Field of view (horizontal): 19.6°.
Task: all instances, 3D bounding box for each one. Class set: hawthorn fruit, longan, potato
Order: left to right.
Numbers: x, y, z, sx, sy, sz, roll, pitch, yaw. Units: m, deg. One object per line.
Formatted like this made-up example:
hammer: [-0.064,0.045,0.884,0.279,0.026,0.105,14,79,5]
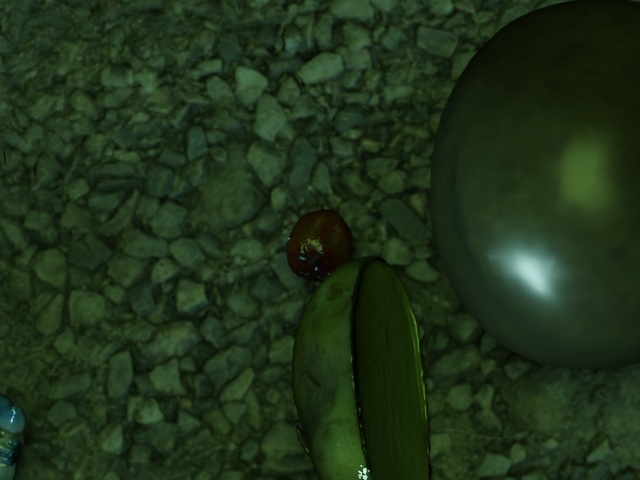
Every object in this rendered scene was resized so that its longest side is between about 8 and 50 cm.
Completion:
hawthorn fruit: [0.000,0.006,1.920,0.077,0.077,0.077,-2,72,6]
potato: [0.027,0.152,1.838,0.111,0.160,0.272,-14,70,27]
longan: [0.266,-0.056,1.785,0.361,0.361,0.361,-2,72,6]

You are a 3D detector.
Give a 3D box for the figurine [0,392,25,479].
figurine: [-0.354,0.196,1.891,0.114,0.079,0.114,7,118,13]
